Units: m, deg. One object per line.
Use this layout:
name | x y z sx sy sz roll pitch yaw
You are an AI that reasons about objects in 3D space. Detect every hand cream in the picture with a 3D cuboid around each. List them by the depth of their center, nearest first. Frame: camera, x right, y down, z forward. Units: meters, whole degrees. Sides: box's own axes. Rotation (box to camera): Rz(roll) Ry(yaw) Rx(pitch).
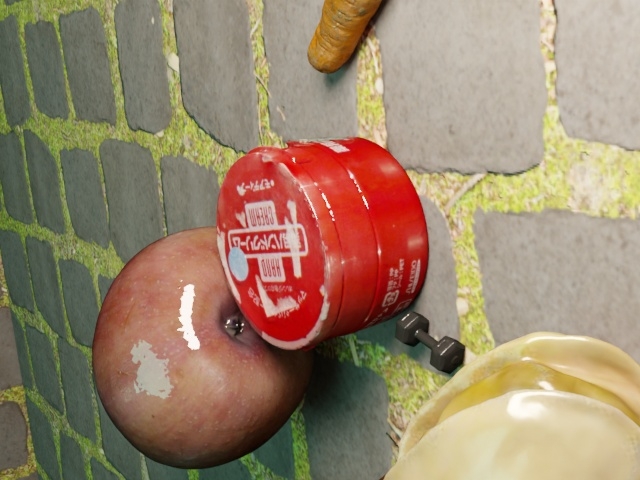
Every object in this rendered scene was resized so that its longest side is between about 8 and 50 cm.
hand cream | 0.000 0.000 1.026 0.230 0.149 0.230 21 116 52

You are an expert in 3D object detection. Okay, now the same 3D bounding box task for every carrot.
carrot | 0.031 -0.245 0.974 0.060 0.060 0.186 60 146 25

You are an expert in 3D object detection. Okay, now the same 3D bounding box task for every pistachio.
pistachio | 0.169 0.231 0.784 0.238 0.229 0.321 18 119 6

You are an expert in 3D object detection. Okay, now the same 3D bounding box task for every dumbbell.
dumbbell | 0.116 0.108 0.985 0.083 0.036 0.040 36 129 46

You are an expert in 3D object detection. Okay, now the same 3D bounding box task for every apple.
apple | -0.141 0.135 1.177 0.235 0.306 0.305 -27 78 50

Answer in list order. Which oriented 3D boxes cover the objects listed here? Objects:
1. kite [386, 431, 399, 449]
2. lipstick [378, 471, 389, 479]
kite | 0.104 0.253 1.090 0.078 0.002 0.044 62 145 22
lipstick | 0.046 0.360 1.167 0.057 0.057 0.356 62 146 22
